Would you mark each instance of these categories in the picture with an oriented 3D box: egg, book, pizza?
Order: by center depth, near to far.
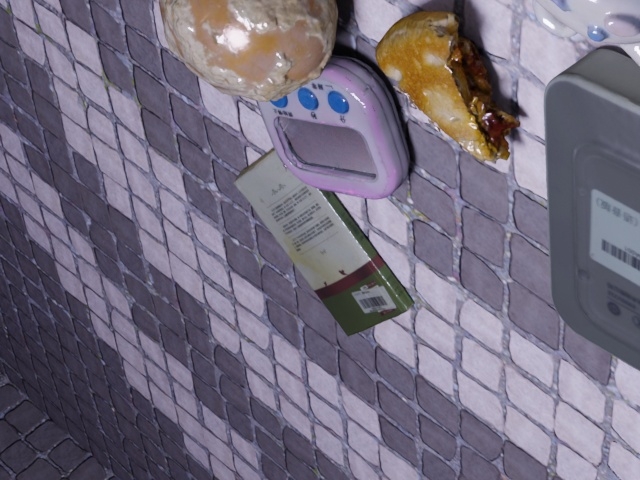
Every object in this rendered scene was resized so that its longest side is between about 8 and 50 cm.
[{"bbox_3d":[0.154,-0.170,1.751,0.194,0.069,0.154,52,154,-12],"label":"pizza"},{"bbox_3d":[-0.087,-0.275,1.866,0.245,0.203,0.203,49,154,22],"label":"egg"},{"bbox_3d":[0.000,0.000,2.248,0.289,0.026,0.201,55,153,-4],"label":"book"}]

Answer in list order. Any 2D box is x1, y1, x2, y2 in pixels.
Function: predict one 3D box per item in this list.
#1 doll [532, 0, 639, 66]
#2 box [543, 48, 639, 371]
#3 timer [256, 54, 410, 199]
[{"bbox_3d":[0.265,-0.253,1.269,0.376,0.187,0.365,30,151,-13],"label":"doll"},{"bbox_3d":[0.382,0.024,1.595,0.367,0.090,0.373,32,146,37],"label":"box"},{"bbox_3d":[0.015,-0.146,1.987,0.209,0.069,0.190,13,134,42],"label":"timer"}]
